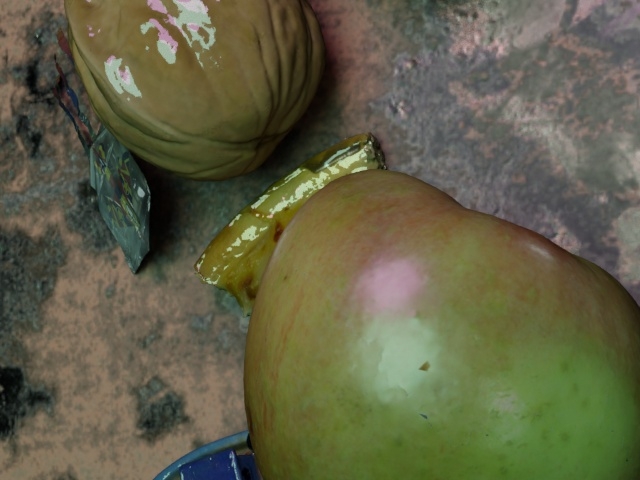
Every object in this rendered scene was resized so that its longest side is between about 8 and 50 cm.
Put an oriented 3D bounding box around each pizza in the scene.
[{"bbox_3d":[0.001,0.009,1.240,0.204,0.080,0.188,-49,65,12],"label":"pizza"}]

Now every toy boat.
[{"bbox_3d":[-0.084,0.223,1.248,0.223,0.097,0.100,-24,70,22],"label":"toy boat"}]

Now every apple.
[{"bbox_3d":[0.089,0.115,1.052,0.319,0.319,0.277,27,94,28],"label":"apple"}]

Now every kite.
[{"bbox_3d":[-0.212,-0.089,1.363,0.245,0.015,0.141,62,150,26],"label":"kite"}]

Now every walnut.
[{"bbox_3d":[-0.117,-0.180,1.257,0.225,0.225,0.261,-38,70,19],"label":"walnut"}]
